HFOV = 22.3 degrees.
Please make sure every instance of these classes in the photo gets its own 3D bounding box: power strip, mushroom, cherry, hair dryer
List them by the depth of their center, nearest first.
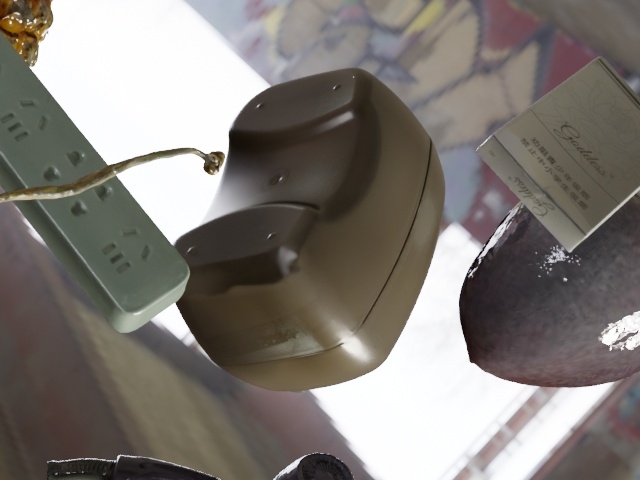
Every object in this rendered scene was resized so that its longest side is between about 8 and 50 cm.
[{"bbox_3d":[-0.194,-0.061,1.509,0.286,0.026,0.028,-11,-122,-46],"label":"mushroom"},{"bbox_3d":[0.254,0.041,1.581,0.213,0.266,0.183,62,175,-33],"label":"cherry"},{"bbox_3d":[-0.278,-0.081,1.638,0.385,0.091,0.062,51,154,9],"label":"power strip"},{"bbox_3d":[-0.156,0.332,1.931,0.361,0.301,0.121,21,-142,-7],"label":"hair dryer"}]

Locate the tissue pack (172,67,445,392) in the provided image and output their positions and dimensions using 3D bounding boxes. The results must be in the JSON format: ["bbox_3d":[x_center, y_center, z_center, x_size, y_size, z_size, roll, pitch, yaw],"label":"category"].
[{"bbox_3d":[0.000,0.000,2.025,0.277,0.267,0.387,50,-137,-32],"label":"tissue pack"}]

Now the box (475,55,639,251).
[{"bbox_3d":[0.212,-0.073,1.305,0.109,0.029,0.198,48,-138,6],"label":"box"}]

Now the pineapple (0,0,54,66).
[{"bbox_3d":[-0.469,-0.228,2.135,0.209,0.344,0.286,-121,13,-60],"label":"pineapple"}]
